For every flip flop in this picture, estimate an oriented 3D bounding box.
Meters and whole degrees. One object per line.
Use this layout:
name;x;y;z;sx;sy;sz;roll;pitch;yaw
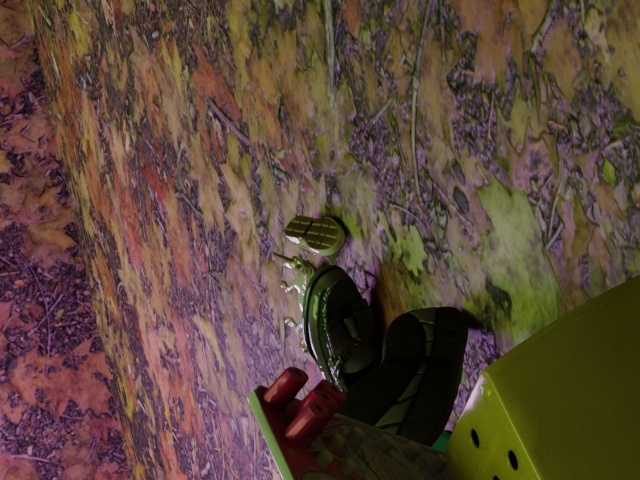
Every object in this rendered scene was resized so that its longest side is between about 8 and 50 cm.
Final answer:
flip flop;0.090;0.161;1.564;0.277;0.112;0.080;-61;-32;-58

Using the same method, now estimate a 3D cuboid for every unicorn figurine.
unicorn figurine;-0.022;0.073;2.062;0.162;0.060;0.111;63;162;-9

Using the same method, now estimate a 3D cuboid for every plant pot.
plant pot;0.222;0.173;1.232;0.212;0.187;0.212;106;147;-53

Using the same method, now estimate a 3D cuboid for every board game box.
board game box;0.151;0.293;1.283;0.050;0.390;0.390;-49;42;19

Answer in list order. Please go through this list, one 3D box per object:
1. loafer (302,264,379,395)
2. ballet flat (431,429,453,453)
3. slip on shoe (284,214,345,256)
loafer;0.044;0.154;1.895;0.084;0.096;0.268;25;135;42
ballet flat;0.156;0.260;1.663;0.079;0.077;0.221;62;168;-12
slip on shoe;0.000;0.000;1.970;0.041;0.051;0.135;42;166;-26
